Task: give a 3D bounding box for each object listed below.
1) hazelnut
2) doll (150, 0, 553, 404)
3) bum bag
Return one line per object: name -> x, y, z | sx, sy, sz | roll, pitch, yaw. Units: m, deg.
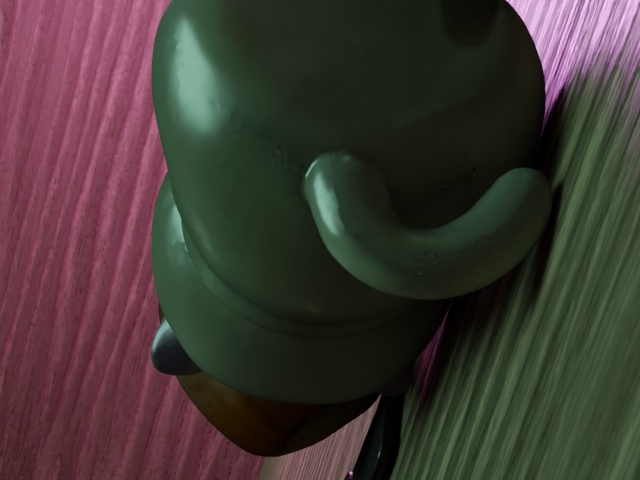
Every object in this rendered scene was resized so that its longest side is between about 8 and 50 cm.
hazelnut -> -0.026, 0.054, 1.070 | 0.176, 0.214, 0.214 | -15, 49, 42
doll -> 0.002, -0.031, 0.825 | 0.370, 0.215, 0.226 | 118, 152, -70
bum bag -> 0.026, 0.187, 1.024 | 0.109, 0.026, 0.159 | -76, 3, -64
